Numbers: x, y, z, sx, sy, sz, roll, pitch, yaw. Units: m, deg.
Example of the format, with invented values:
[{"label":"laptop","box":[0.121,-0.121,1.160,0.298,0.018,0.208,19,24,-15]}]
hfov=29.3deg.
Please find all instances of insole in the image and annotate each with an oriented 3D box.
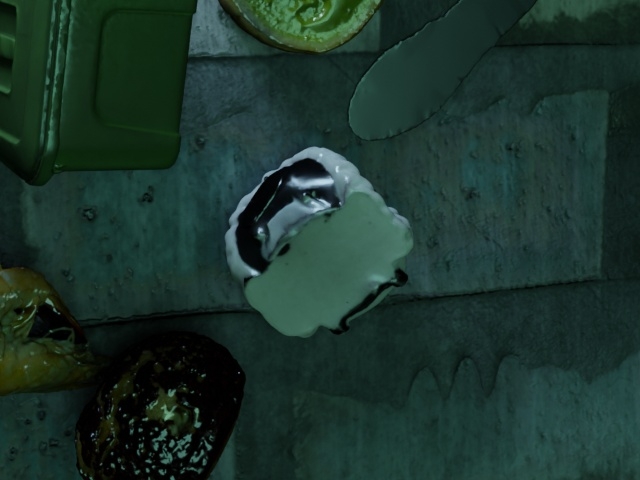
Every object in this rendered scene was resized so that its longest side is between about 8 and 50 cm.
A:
[{"label":"insole","box":[0.161,-0.247,1.586,0.322,0.007,0.109,-44,113,-3]}]

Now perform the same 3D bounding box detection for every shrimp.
[{"label":"shrimp","box":[-0.331,0.110,1.433,0.287,0.063,0.152,13,91,-55]}]

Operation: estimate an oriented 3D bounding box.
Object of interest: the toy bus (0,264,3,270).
[{"label":"toy bus","box":[-0.505,0.133,1.415,0.335,0.121,0.123,-38,116,-6]}]

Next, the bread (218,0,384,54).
[{"label":"bread","box":[-0.022,-0.342,1.475,0.236,0.070,0.236,-4,104,-15]}]

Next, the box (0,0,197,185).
[{"label":"box","box":[-0.260,-0.204,1.312,0.177,0.328,0.253,0,105,-29]}]

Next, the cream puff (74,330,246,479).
[{"label":"cream puff","box":[-0.196,0.217,1.470,0.165,0.239,0.239,30,93,-8]}]

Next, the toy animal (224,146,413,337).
[{"label":"toy animal","box":[0.000,0.000,1.519,0.208,0.156,0.204,-41,115,13]}]
